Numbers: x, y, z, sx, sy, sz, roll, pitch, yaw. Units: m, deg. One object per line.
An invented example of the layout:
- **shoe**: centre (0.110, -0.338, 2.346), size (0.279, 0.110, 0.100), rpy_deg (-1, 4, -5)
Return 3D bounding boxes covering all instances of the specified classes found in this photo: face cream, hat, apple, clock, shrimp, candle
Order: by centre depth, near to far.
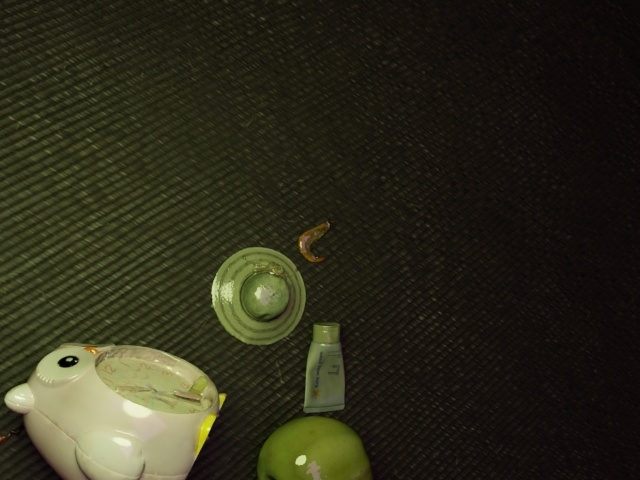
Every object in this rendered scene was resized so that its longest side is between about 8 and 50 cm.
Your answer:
- **clock**: centre (-0.416, 0.366, 1.349), size (0.376, 0.368, 0.251), rpy_deg (24, 101, -1)
- **candle**: centre (-0.695, 0.427, 1.373), size (0.167, 0.021, 0.026), rpy_deg (-21, 71, -24)
- **apple**: centre (-0.013, 0.541, 1.544), size (0.278, 0.279, 0.280), rpy_deg (4, 81, -23)
- **hat**: centre (-0.133, 0.132, 1.612), size (0.251, 0.110, 0.252), rpy_deg (4, 81, -24)
- **face cream**: centre (0.015, 0.323, 1.680), size (0.114, 0.070, 0.224), rpy_deg (1, 91, -23)
- **shrimp**: centre (0.000, 0.000, 1.735), size (0.127, 0.025, 0.091), rpy_deg (-43, 100, -18)
